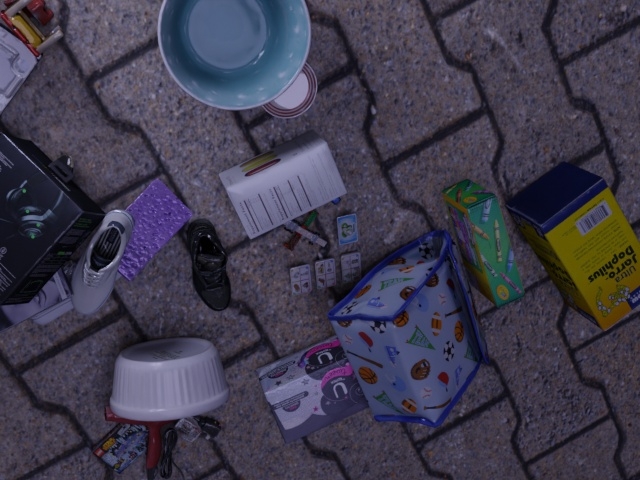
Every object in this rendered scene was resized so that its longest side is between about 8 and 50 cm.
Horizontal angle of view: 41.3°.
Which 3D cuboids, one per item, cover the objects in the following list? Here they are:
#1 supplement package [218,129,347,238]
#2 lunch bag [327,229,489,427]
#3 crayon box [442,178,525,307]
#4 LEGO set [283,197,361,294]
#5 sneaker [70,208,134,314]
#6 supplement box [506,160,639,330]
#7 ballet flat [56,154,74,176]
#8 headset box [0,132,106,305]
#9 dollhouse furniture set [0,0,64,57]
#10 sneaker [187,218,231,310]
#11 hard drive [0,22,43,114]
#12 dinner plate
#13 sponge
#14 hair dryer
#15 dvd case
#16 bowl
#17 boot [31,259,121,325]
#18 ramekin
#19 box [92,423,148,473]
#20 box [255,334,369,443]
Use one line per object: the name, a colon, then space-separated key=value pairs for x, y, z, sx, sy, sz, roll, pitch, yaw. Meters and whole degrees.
supplement package: x=-0.087 y=-0.129 z=1.918 sx=0.244 sy=0.139 sz=0.133 roll=-26 pitch=113 yaw=-5
lunch bag: x=0.251 y=0.199 z=2.031 sx=0.385 sy=0.239 sz=0.327 roll=-42 pitch=119 yaw=-41
crayon box: x=0.396 y=0.005 z=2.069 sx=0.081 sy=0.165 sz=0.278 roll=-23 pitch=112 yaw=-6
LEGO set: x=0.000 y=0.000 z=2.044 sx=0.183 sy=0.060 sz=0.244 roll=-13 pitch=119 yaw=-13
sneaker: x=-0.475 y=0.053 z=1.798 sx=0.094 sy=0.091 sz=0.258 roll=24 pitch=109 yaw=-3
supplement box: x=0.659 y=0.013 z=2.122 sx=0.195 sy=0.194 sz=0.356 roll=-37 pitch=112 yaw=-1
ballet flat: x=-0.577 y=-0.107 z=1.861 sx=0.057 sy=0.049 sz=0.173 roll=27 pitch=102 yaw=25
headset box: x=-0.628 y=-0.050 z=1.764 sx=0.246 sy=0.131 sz=0.283 roll=42 pitch=94 yaw=6
dollhouse furniture set: x=-0.675 y=-0.512 z=1.622 sx=0.152 sy=0.201 sz=0.374 roll=-37 pitch=119 yaw=-1
sneaker: x=-0.253 y=0.074 z=1.950 sx=0.087 sy=0.130 sz=0.227 roll=-10 pitch=112 yaw=-9
hard drive: x=-0.762 y=-0.315 z=1.730 sx=0.237 sy=0.064 sz=0.339 roll=36 pitch=95 yaw=-22
dinner plate: x=-0.077 y=-0.347 z=1.916 sx=0.141 sy=0.017 sz=0.141 roll=-4 pitch=108 yaw=-12
sponge: x=-0.395 y=-0.024 z=1.887 sx=0.117 sy=0.031 sz=0.210 roll=44 pitch=74 yaw=-10
hair dryer: x=-0.394 y=0.469 z=2.042 sx=0.293 sy=0.080 sz=0.223 roll=41 pitch=78 yaw=-23
dvd case: x=-0.661 y=0.094 z=1.844 sx=0.221 sy=0.018 sz=0.164 roll=-26 pitch=79 yaw=8
bowl: x=-0.189 y=-0.439 z=1.779 sx=0.312 sy=0.163 sz=0.311 roll=-5 pitch=109 yaw=-13
boot: x=-0.561 y=0.076 z=1.889 sx=0.258 sy=0.095 sz=0.123 roll=-33 pitch=116 yaw=-3
ramekin: x=-0.345 y=0.308 z=1.938 sx=0.273 sy=0.273 sz=0.127 roll=-5 pitch=98 yaw=-13
box: x=-0.479 y=0.497 z=2.084 sx=0.137 sy=0.027 sz=0.094 roll=-43 pitch=112 yaw=2
box: x=-0.012 y=0.360 z=2.095 sx=0.247 sy=0.142 sz=0.163 roll=-23 pitch=112 yaw=-6
